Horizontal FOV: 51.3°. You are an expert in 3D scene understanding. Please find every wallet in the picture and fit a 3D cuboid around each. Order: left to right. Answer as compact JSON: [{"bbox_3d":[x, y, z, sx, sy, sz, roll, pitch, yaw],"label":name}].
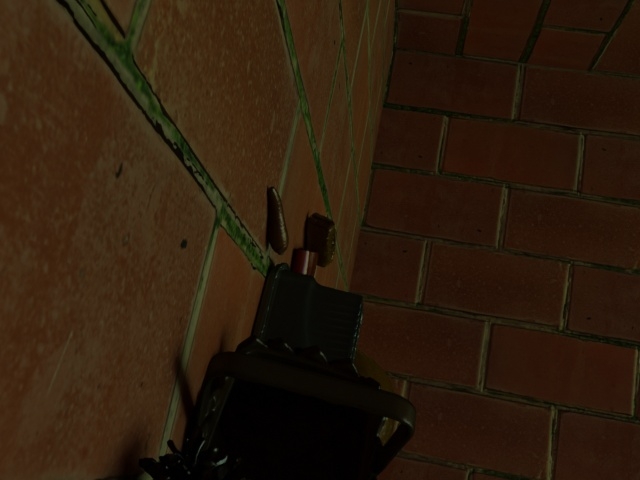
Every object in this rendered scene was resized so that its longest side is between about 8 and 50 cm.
[{"bbox_3d":[-0.043,0.119,1.480,0.142,0.045,0.205,10,89,-82],"label":"wallet"}]

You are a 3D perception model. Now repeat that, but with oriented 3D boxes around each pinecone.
[{"bbox_3d":[-0.127,0.276,0.646,0.163,0.162,0.165,81,1,-67],"label":"pinecone"}]

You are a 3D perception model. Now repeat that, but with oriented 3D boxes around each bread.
[{"bbox_3d":[0.000,0.000,1.560,0.053,0.074,0.132,-48,150,-42],"label":"bread"}]

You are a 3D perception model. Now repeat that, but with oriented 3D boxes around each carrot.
[{"bbox_3d":[-0.074,-0.032,1.123,0.035,0.035,0.142,-70,160,-54],"label":"carrot"}]

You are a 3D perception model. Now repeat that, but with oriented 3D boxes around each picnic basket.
[{"bbox_3d":[-0.041,0.266,0.863,0.321,0.254,0.291,111,-5,-47],"label":"picnic basket"}]

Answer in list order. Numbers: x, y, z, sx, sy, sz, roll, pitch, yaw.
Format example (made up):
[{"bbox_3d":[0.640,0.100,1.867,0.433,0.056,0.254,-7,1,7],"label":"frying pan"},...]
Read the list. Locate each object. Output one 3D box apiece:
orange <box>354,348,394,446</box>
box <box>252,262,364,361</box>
[{"bbox_3d":[0.012,0.335,1.316,0.274,0.274,0.274,9,90,-83],"label":"orange"},{"bbox_3d":[-0.026,0.189,1.186,0.138,0.178,0.274,85,17,-64],"label":"box"}]
